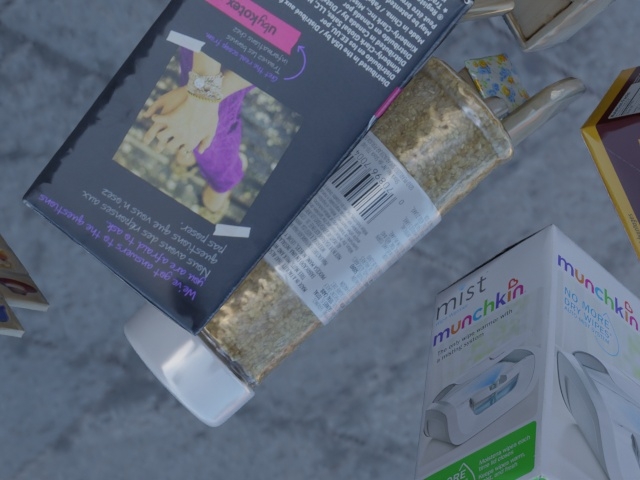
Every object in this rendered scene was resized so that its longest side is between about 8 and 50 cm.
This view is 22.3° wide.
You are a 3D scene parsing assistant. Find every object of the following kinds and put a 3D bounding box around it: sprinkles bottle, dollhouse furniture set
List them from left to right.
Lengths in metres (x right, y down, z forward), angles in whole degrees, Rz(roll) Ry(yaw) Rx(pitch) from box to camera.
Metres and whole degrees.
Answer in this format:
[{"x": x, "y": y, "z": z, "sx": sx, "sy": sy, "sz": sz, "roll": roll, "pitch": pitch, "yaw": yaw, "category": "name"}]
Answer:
[{"x": 0.000, "y": 0.000, "z": 1.381, "sx": 0.355, "sy": 0.121, "sz": 0.121, "roll": -42, "pitch": 144, "yaw": -1, "category": "sprinkles bottle"}, {"x": 0.176, "y": -0.302, "z": 1.650, "sx": 0.394, "sy": 0.362, "sz": 0.256, "roll": -17, "pitch": 164, "yaw": -44, "category": "dollhouse furniture set"}]

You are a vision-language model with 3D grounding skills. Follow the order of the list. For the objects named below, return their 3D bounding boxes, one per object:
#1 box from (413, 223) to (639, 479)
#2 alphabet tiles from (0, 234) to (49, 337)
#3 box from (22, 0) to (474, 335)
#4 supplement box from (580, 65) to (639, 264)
[{"x": 0.199, "y": 0.164, "z": 1.141, "sx": 0.262, "sy": 0.231, "sz": 0.126, "roll": 38, "pitch": 129, "yaw": -23, "category": "box"}, {"x": -0.309, "y": -0.002, "z": 1.122, "sx": 0.237, "sy": 0.198, "sz": 0.009, "roll": 13, "pitch": 114, "yaw": -43, "category": "alphabet tiles"}, {"x": -0.039, "y": -0.100, "z": 1.027, "sx": 0.143, "sy": 0.165, "sz": 0.270, "roll": 39, "pitch": 107, "yaw": -5, "category": "box"}, {"x": 0.409, "y": -0.085, "z": 1.689, "sx": 0.194, "sy": 0.129, "sz": 0.191, "roll": -9, "pitch": 119, "yaw": 40, "category": "supplement box"}]
